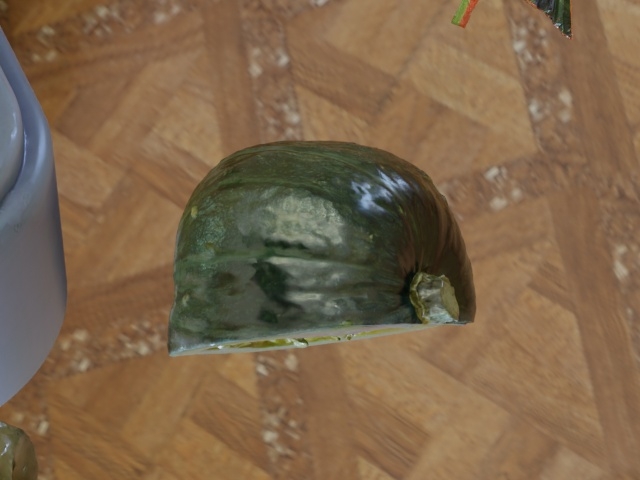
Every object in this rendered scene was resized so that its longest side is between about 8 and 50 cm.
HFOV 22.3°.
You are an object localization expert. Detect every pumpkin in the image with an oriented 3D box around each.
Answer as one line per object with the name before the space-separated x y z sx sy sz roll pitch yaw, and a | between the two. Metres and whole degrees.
pumpkin | 0.000 0.000 1.516 0.263 0.293 0.196 -7 86 27

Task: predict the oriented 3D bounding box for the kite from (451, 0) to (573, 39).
kite | 0.157 -0.247 1.387 0.190 0.010 0.159 40 117 0

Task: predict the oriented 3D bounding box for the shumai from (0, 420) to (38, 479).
shumai | -0.276 0.248 1.187 0.267 0.314 0.262 17 70 -14

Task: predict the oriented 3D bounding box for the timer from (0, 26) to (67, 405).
timer | -0.334 -0.034 0.790 0.395 0.173 0.395 0 50 0
